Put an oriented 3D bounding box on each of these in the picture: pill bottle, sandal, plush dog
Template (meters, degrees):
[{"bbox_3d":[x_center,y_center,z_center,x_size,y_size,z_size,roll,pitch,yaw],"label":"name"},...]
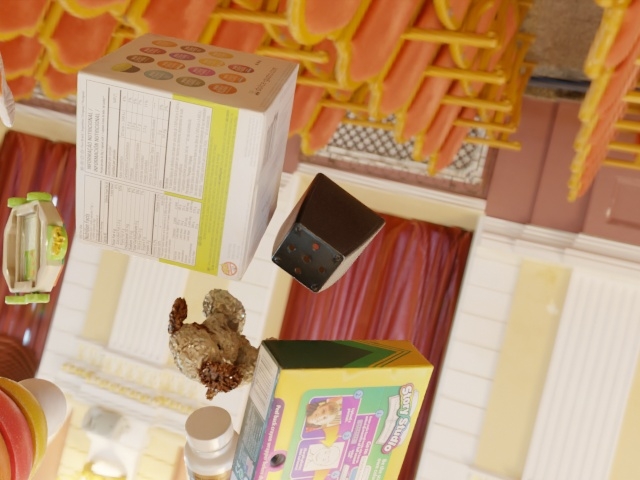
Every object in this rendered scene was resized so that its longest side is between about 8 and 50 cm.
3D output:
[{"bbox_3d":[-0.237,0.490,1.578,0.131,0.229,0.131,-2,-147,1],"label":"pill bottle"},{"bbox_3d":[-0.782,-0.367,1.642,0.076,0.102,0.265,-2,142,-10],"label":"sandal"},{"bbox_3d":[-0.222,0.231,1.435,0.262,0.211,0.225,42,-176,28],"label":"plush dog"}]

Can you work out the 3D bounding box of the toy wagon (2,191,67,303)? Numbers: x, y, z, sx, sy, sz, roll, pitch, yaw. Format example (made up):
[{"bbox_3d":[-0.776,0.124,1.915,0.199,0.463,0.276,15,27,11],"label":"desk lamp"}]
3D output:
[{"bbox_3d":[-0.690,0.019,1.710,0.344,0.267,0.068,-6,172,44],"label":"toy wagon"}]

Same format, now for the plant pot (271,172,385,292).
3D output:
[{"bbox_3d":[0.000,0.000,1.530,0.187,0.188,0.167,36,-145,-1],"label":"plant pot"}]

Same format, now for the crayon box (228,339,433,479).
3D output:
[{"bbox_3d":[0.012,0.364,1.301,0.313,0.363,0.106,4,-159,-28],"label":"crayon box"}]

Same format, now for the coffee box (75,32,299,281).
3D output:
[{"bbox_3d":[-0.255,-0.178,1.374,0.334,0.338,0.338,13,-151,3],"label":"coffee box"}]

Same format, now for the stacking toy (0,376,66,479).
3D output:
[{"bbox_3d":[-0.569,0.332,1.131,0.350,0.351,0.480,14,-175,6],"label":"stacking toy"}]
